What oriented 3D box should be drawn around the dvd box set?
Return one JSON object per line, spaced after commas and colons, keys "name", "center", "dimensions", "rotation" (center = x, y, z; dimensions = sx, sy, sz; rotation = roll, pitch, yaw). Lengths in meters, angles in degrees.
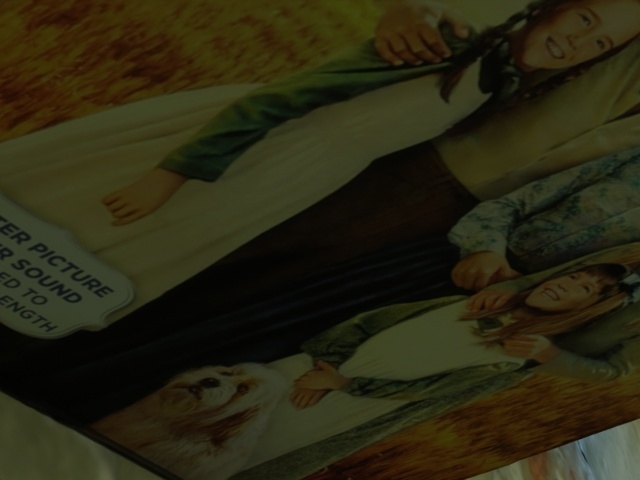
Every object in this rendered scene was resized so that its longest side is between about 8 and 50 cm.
{"name": "dvd box set", "center": [0.080, -0.044, 0.447], "dimensions": [0.307, 0.420, 0.062], "rotation": [40, 34, -47]}
